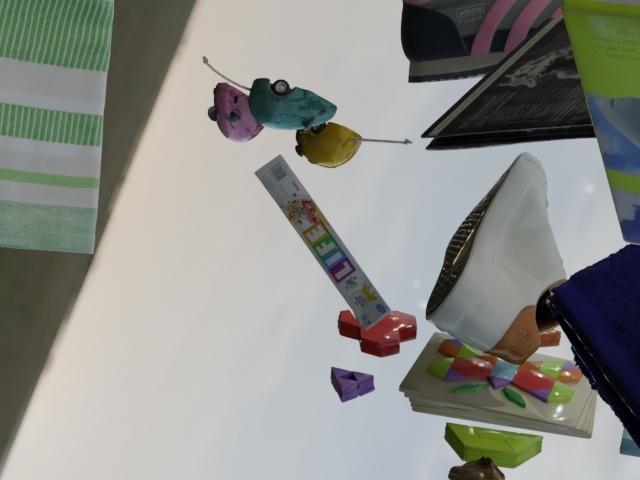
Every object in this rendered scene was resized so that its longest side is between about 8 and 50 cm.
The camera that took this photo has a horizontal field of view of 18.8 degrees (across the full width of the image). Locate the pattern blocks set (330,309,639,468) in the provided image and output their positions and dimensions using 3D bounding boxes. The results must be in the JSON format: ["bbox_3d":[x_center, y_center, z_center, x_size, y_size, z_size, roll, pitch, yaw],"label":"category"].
[{"bbox_3d":[0.172,0.134,1.827,0.285,0.325,0.026,-83,178,-67],"label":"pattern blocks set"}]

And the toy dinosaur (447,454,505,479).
[{"bbox_3d":[0.123,0.223,1.152,0.211,0.112,0.064,63,-20,20],"label":"toy dinosaur"}]

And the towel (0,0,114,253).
[{"bbox_3d":[-0.328,-0.154,2.050,0.038,0.248,0.324,5,-89,50],"label":"towel"}]

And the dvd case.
[{"bbox_3d":[0.193,-0.122,1.422,0.164,0.018,0.221,-43,-157,-27],"label":"dvd case"}]

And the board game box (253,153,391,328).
[{"bbox_3d":[0.000,0.000,1.576,0.026,0.154,0.103,-35,-178,-1],"label":"board game box"}]

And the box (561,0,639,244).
[{"bbox_3d":[0.175,-0.048,0.842,0.042,0.109,0.178,-63,147,-29],"label":"box"}]

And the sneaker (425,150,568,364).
[{"bbox_3d":[0.187,0.024,1.843,0.106,0.123,0.290,-52,-174,36],"label":"sneaker"}]

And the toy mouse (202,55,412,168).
[{"bbox_3d":[-0.039,-0.089,1.404,0.161,0.143,0.031,5,-109,45],"label":"toy mouse"}]

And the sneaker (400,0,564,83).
[{"bbox_3d":[0.219,-0.237,1.884,0.112,0.319,0.131,-14,95,-65],"label":"sneaker"}]

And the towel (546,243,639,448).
[{"bbox_3d":[0.312,0.043,1.093,0.227,0.308,0.076,57,-6,37],"label":"towel"}]
